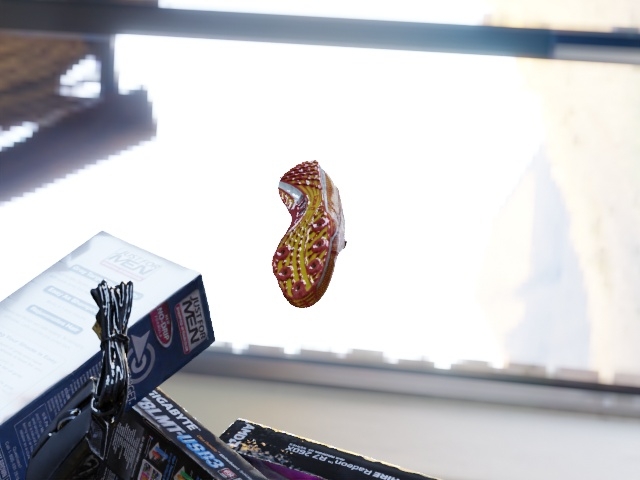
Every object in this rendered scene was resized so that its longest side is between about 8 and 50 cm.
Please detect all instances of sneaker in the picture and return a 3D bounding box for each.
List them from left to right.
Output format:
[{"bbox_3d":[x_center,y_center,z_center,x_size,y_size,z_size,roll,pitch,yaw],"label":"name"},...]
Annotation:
[{"bbox_3d":[0.000,0.000,1.585,0.067,0.064,0.175,53,-155,-30],"label":"sneaker"}]

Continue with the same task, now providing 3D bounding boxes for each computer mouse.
[{"bbox_3d":[-0.226,0.153,1.725,0.262,0.060,0.184,114,162,-44],"label":"computer mouse"}]

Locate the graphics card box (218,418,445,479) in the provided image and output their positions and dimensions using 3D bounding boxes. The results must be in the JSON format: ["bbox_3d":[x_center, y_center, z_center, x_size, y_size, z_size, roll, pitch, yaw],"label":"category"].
[{"bbox_3d":[0.028,0.396,2.486,0.094,0.370,0.233,-40,-38,-57],"label":"graphics card box"}]

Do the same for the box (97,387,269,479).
[{"bbox_3d":[-0.166,0.374,2.262,0.073,0.293,0.296,-12,-54,-46],"label":"box"}]

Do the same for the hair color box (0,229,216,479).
[{"bbox_3d":[-0.297,0.138,2.060,0.347,0.174,0.105,-38,-46,-34],"label":"hair color box"}]
